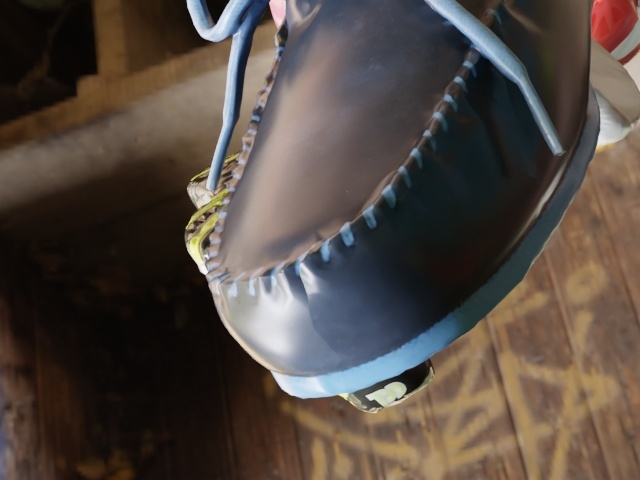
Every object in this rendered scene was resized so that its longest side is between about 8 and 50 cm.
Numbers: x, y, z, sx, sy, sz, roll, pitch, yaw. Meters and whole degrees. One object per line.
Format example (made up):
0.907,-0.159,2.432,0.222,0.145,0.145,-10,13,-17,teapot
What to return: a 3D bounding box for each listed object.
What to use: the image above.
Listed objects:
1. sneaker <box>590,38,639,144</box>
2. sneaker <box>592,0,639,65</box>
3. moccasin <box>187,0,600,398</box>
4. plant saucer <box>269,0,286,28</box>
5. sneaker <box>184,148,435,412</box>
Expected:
0.092,-0.095,0.729,0.080,0.212,0.094,15,115,-39,sneaker
0.237,-0.237,1.165,0.087,0.221,0.128,-28,112,39,sneaker
0.023,-0.094,0.454,0.138,0.342,0.117,-18,121,28,moccasin
0.024,-0.323,1.349,0.084,0.332,0.332,10,154,18,plant saucer
0.000,0.000,0.866,0.145,0.384,0.147,-29,102,12,sneaker
